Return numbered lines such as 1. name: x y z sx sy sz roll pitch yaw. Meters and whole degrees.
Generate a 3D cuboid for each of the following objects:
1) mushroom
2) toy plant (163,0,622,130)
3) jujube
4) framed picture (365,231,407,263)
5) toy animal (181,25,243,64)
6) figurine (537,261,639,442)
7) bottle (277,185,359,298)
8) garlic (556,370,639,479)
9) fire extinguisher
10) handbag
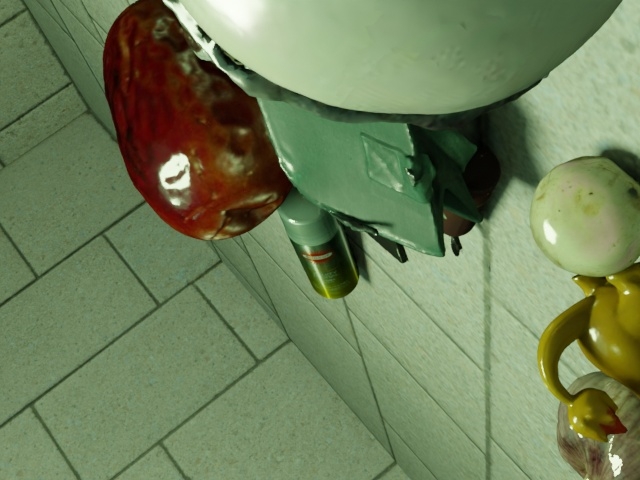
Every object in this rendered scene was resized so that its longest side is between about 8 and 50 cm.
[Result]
1. mushroom: 0.186 -0.016 0.623 0.083 0.083 0.067 47 -152 24
2. toy plant: 0.060 -0.181 0.252 0.247 0.247 0.332 52 166 0
3. jujube: -0.158 -0.158 1.154 0.318 0.223 0.223 62 172 17
4. framed picture: -0.011 -0.126 1.213 0.324 0.013 0.244 43 165 39
5. toy animal: -0.102 -0.231 1.042 0.098 0.098 0.137 37 161 53
6. figurine: 0.235 0.108 0.670 0.176 0.122 0.121 53 166 -1
7. bottle: 0.000 0.000 1.333 0.082 0.082 0.286 47 171 25
8. garlic: 0.276 0.194 0.821 0.147 0.102 0.159 37 161 56
9. fire extinguisher: 0.129 -0.044 0.842 0.157 0.045 0.078 88 170 -73
10. handbag: 0.010 -0.159 0.729 0.238 0.089 0.326 32 148 50
